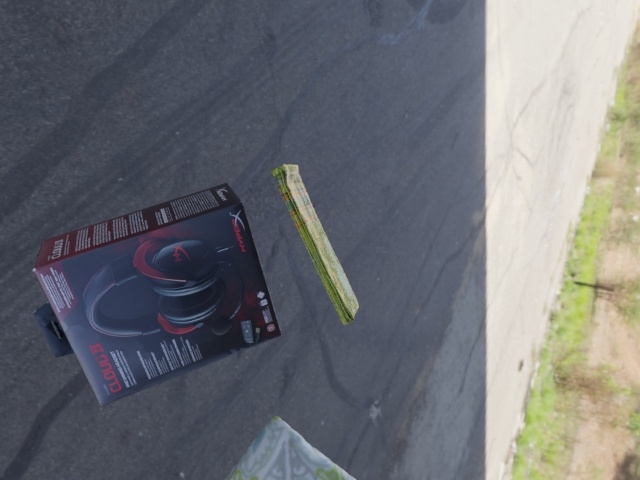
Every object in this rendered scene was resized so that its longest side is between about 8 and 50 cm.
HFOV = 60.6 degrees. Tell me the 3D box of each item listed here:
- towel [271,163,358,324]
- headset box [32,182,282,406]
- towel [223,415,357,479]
[{"bbox_3d":[0.000,0.000,0.784,0.237,0.021,0.102,65,16,-4],"label":"towel"},{"bbox_3d":[-0.227,0.074,0.753,0.293,0.110,0.218,-19,114,-14],"label":"headset box"},{"bbox_3d":[-0.008,0.455,0.650,0.320,0.374,0.090,-51,178,-19],"label":"towel"}]
